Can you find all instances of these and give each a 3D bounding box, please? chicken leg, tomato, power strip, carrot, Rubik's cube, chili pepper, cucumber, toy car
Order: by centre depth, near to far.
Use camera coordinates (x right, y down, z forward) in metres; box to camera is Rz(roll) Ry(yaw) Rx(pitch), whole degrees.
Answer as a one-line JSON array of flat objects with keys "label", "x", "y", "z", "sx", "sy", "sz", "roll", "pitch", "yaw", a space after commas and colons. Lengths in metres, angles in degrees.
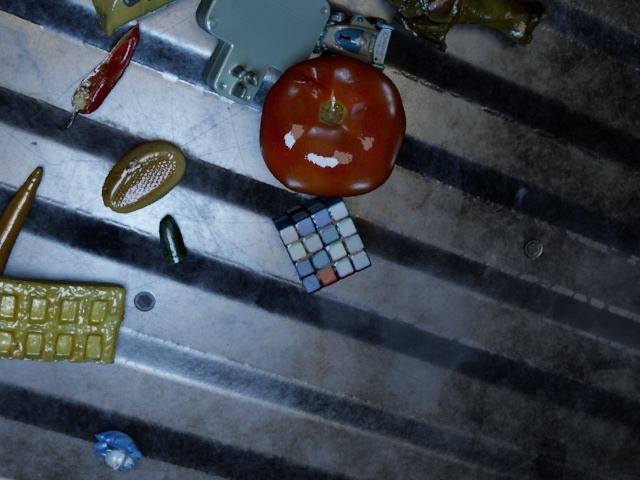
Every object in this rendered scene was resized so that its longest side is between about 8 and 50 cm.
[{"label": "power strip", "x": -0.126, "y": -0.395, "z": 1.440, "sx": 0.229, "sy": 0.141, "sz": 0.261, "roll": 22, "pitch": 102, "yaw": -31}, {"label": "chili pepper", "x": -0.433, "y": -0.320, "z": 1.469, "sx": 0.268, "sy": 0.059, "sz": 0.050, "roll": -53, "pitch": 143, "yaw": -1}, {"label": "tomato", "x": 0.025, "y": -0.211, "z": 1.471, "sx": 0.298, "sy": 0.226, "sz": 0.299, "roll": 1, "pitch": 76, "yaw": -5}, {"label": "carrot", "x": -0.643, "y": -0.002, "z": 1.483, "sx": 0.069, "sy": 0.069, "sz": 0.336, "roll": 26, "pitch": 91, "yaw": -14}, {"label": "toy car", "x": 0.067, "y": -0.412, "z": 1.516, "sx": 0.161, "sy": 0.098, "sz": 0.126, "roll": 14, "pitch": 96, "yaw": -14}, {"label": "chicken leg", "x": 0.287, "y": -0.479, "z": 1.523, "sx": 0.361, "sy": 0.140, "sz": 0.212, "roll": 26, "pitch": 87, "yaw": -10}, {"label": "cucumber", "x": -0.313, "y": -0.002, "z": 1.548, "sx": 0.048, "sy": 0.048, "sz": 0.105, "roll": -15, "pitch": 103, "yaw": -7}, {"label": "Rubik's cube", "x": 0.000, "y": 0.000, "z": 1.552, "sx": 0.151, "sy": 0.154, "sz": 0.155, "roll": -24, "pitch": 103, "yaw": -5}]

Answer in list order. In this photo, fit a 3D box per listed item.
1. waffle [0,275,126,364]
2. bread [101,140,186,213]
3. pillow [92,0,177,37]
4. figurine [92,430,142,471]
[{"label": "waffle", "x": -0.545, "y": 0.163, "z": 1.511, "sx": 0.274, "sy": 0.057, "sz": 0.168, "roll": 6, "pitch": 99, "yaw": -23}, {"label": "bread", "x": -0.361, "y": -0.131, "z": 1.502, "sx": 0.189, "sy": 0.077, "sz": 0.114, "roll": -35, "pitch": 125, "yaw": -3}, {"label": "pillow", "x": -0.339, "y": -0.585, "z": 1.396, "sx": 0.310, "sy": 0.119, "sz": 0.313, "roll": -24, "pitch": 109, "yaw": -5}, {"label": "figurine", "x": -0.444, "y": 0.451, "z": 1.593, "sx": 0.114, "sy": 0.079, "sz": 0.114, "roll": 12, "pitch": 139, "yaw": 11}]
